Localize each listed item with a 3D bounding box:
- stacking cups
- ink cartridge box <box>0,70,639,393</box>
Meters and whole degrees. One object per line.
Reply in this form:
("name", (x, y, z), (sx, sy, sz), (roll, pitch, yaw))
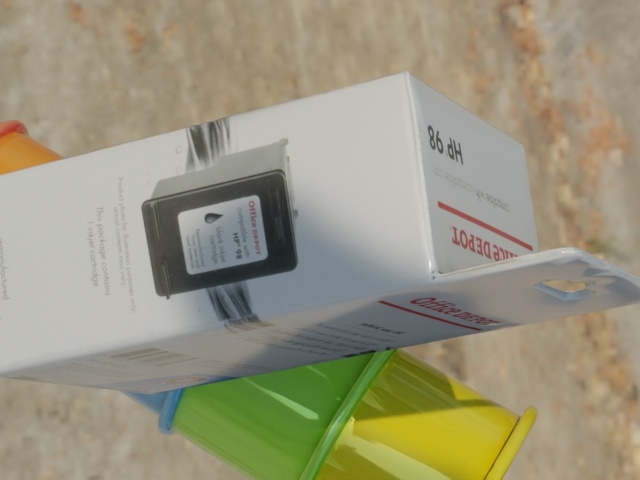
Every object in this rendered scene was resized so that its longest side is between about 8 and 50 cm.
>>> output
("stacking cups", (-0.069, 0.031, 0.736), (0.096, 0.316, 0.096), (-59, 174, -10))
("ink cartridge box", (0.000, 0.000, 0.532), (0.104, 0.180, 0.060), (20, 61, -65))
